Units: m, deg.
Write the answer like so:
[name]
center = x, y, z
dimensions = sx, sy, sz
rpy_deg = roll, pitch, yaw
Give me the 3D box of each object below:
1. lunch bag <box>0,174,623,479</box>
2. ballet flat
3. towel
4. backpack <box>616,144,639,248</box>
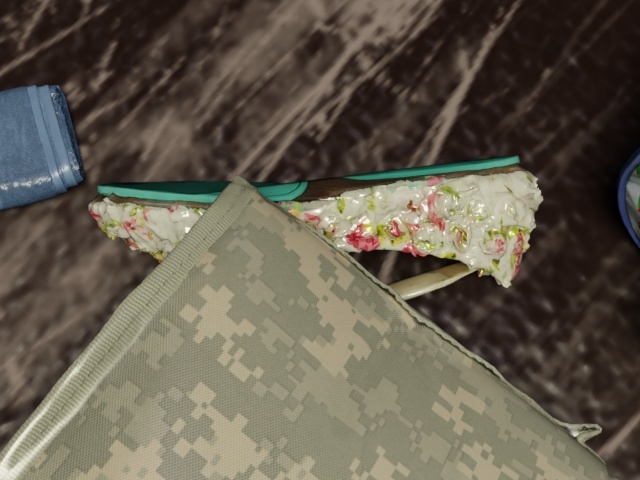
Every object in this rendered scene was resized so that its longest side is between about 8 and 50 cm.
[lunch bag]
center = -0.029, 0.145, 0.416
dimensions = 0.235, 0.169, 0.287
rpy_deg = 38, 72, 0
[ballet flat]
center = 0.000, 0.000, 0.514
dimensions = 0.241, 0.091, 0.077
rpy_deg = -4, 97, -1
[towel]
center = -0.195, -0.044, 0.537
dimensions = 0.120, 0.029, 0.067
rpy_deg = -15, 76, -8
[backpack]
center = 0.274, 0.000, 0.451
dimensions = 0.263, 0.276, 0.213
rpy_deg = 36, 74, 20
